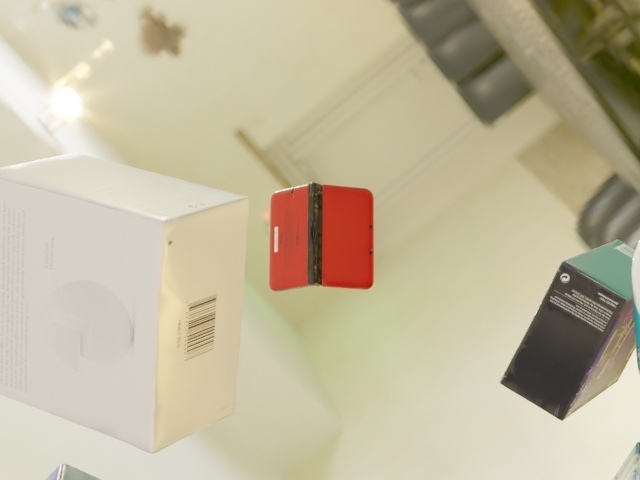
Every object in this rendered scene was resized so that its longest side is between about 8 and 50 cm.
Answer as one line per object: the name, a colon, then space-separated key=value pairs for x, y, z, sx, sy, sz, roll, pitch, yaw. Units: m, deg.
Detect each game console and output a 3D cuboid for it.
game console: x=0.000 y=0.000 z=2.025 sx=0.085 sy=0.124 sz=0.144 roll=16 pitch=-111 yaw=-47

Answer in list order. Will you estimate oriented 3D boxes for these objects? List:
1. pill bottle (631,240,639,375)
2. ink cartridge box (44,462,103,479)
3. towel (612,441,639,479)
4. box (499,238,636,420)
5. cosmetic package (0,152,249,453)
pill bottle: x=0.378 y=0.086 z=1.425 sx=0.146 sy=0.146 sz=0.264 roll=54 pitch=173 yaw=33
ink cartridge box: x=-0.214 y=0.325 z=1.384 sx=0.307 sy=0.072 sz=0.303 roll=27 pitch=-163 yaw=-9
towel: x=0.324 y=0.343 z=1.682 sx=0.034 sy=0.209 sz=0.285 roll=33 pitch=-169 yaw=8
box: x=0.356 y=0.113 z=1.940 sx=0.103 sy=0.184 sz=0.261 roll=34 pitch=-160 yaw=19
cosmetic package: x=-0.200 y=0.052 z=1.411 sx=0.224 sy=0.224 sz=0.138 roll=15 pitch=-161 yaw=30
